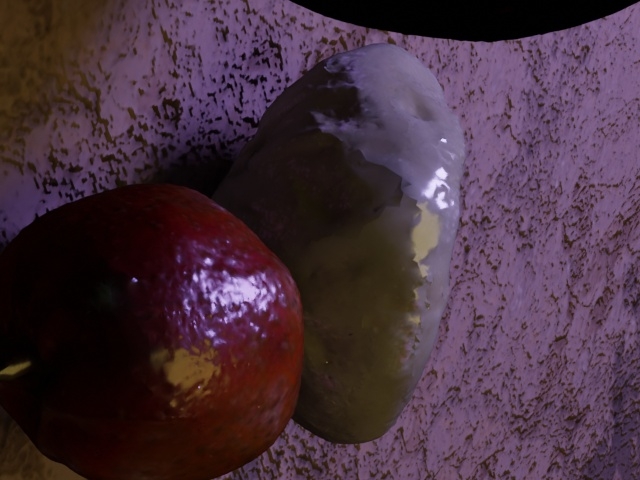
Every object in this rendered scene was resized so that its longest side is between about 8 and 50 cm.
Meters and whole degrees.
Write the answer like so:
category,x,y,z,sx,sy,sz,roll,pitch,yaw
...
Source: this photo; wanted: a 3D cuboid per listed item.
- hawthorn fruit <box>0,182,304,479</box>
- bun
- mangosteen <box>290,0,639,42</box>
category,x,y,z,sx,sy,sz,roll,pitch,yaw
hawthorn fruit,-0.103,0.054,0.988,0.194,0.157,0.157,-14,117,-48
bun,0.000,0.000,1.124,0.231,0.133,0.231,-173,-90,-84
mangosteen,0.067,-0.301,0.932,0.435,0.382,0.382,-100,-175,-57
